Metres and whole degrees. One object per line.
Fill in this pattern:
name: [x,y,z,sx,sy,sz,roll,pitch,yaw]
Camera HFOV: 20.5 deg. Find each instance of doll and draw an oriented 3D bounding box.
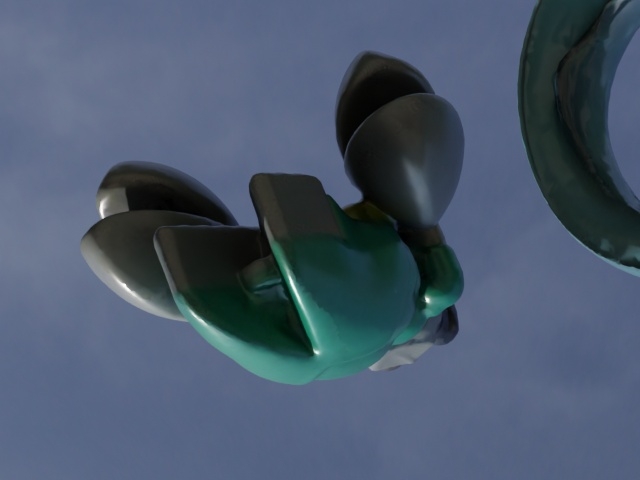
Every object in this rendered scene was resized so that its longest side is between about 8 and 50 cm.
doll: [-0.019,0.009,0.921,0.195,0.258,0.153,-22,-111,-11]

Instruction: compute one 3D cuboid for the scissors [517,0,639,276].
scissors: [0.154,-0.023,0.289,0.032,0.180,0.393,7,-157,-34]
